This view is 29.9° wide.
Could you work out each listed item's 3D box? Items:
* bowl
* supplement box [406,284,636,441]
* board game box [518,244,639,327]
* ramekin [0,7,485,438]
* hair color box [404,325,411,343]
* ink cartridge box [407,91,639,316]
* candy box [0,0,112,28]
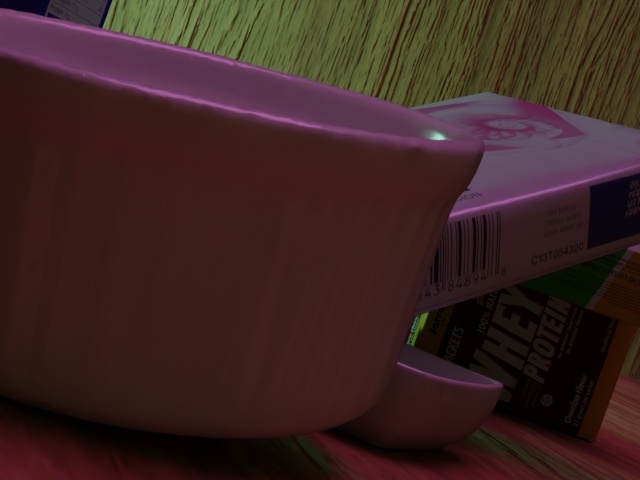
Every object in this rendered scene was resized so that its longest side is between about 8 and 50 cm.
[{"bbox_3d":[0.025,0.083,0.710,0.142,0.053,0.142,20,0,29],"label":"bowl"},{"bbox_3d":[0.175,0.090,1.186,0.194,0.129,0.191,20,1,-7],"label":"supplement box"},{"bbox_3d":[0.187,-0.025,1.163,0.242,0.064,0.316,19,13,-8],"label":"board game box"},{"bbox_3d":[-0.074,-0.016,0.553,0.277,0.135,0.277,13,11,-2],"label":"ramekin"},{"bbox_3d":[-0.006,0.068,1.056,0.167,0.053,0.093,21,0,3],"label":"hair color box"},{"bbox_3d":[0.055,-0.047,0.882,0.324,0.072,0.330,-15,25,-34],"label":"ink cartridge box"},{"bbox_3d":[-0.303,-0.178,0.865,0.268,0.317,0.122,19,1,8],"label":"candy box"}]
